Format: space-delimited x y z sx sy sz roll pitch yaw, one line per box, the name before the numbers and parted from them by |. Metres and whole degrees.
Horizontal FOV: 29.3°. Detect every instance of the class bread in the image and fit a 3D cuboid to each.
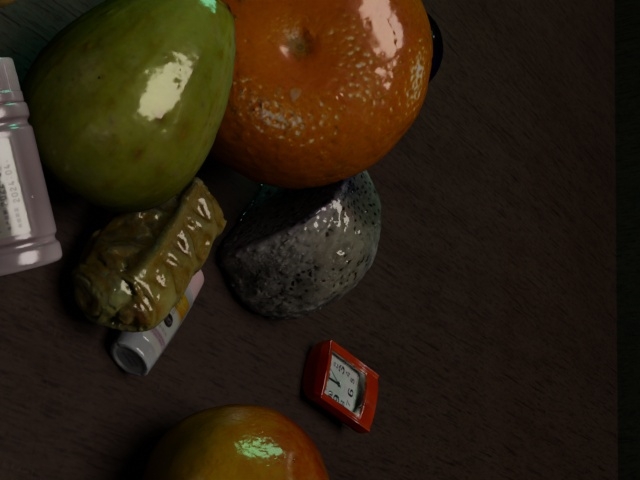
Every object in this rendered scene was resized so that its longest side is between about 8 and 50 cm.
bread | -0.240 0.016 1.686 0.152 0.130 0.268 29 46 -2

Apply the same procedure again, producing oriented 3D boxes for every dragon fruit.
dragon fruit | 0.000 0.000 1.995 0.204 0.221 0.283 56 36 -24

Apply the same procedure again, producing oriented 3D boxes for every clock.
clock | 0.032 0.254 2.126 0.155 0.061 0.113 42 48 -41

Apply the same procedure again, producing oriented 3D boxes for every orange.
orange | -0.043 -0.287 1.840 0.326 0.423 0.424 -142 -144 -79

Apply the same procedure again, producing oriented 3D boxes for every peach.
peach | -0.108 0.359 1.676 0.308 0.289 0.289 -50 124 -43

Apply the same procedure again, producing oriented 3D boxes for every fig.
fig | -0.233 -0.196 1.594 0.326 0.258 0.258 -52 132 -10

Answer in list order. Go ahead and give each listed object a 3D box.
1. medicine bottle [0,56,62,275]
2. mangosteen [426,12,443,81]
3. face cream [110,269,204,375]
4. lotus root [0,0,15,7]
medicine bottle | -0.397 -0.083 1.458 0.133 0.133 0.250 -19 100 -58
mangosteen | 0.128 -0.380 2.350 0.194 0.194 0.230 28 26 -52
face cream | -0.230 0.101 1.748 0.084 0.057 0.198 58 39 -30
lotus root | -0.397 -0.414 1.545 0.146 0.130 0.303 40 53 -45
